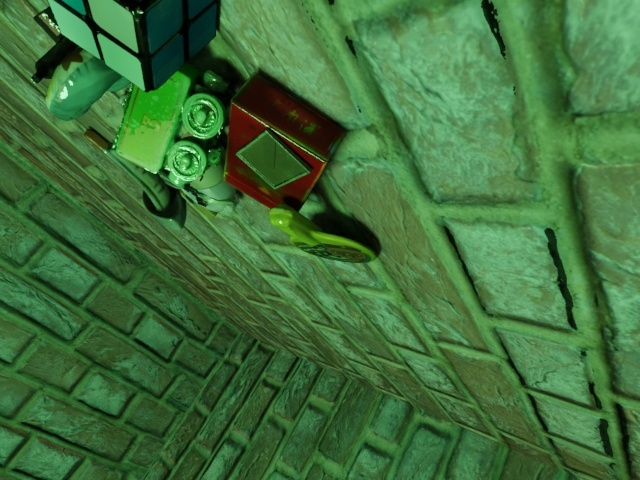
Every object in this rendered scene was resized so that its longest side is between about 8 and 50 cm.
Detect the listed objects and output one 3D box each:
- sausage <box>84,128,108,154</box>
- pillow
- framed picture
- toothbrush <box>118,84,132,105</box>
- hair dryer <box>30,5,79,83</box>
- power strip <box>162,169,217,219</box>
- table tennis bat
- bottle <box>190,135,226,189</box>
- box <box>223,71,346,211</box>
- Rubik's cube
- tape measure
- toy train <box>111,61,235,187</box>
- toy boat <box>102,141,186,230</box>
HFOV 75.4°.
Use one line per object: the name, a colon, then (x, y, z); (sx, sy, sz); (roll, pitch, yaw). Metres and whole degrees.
sausage: (-0.757, -0.333, 1.435); (0.131, 0.041, 0.039); (44, 176, -23)
pillow: (-0.437, -0.322, 0.822); (0.086, 0.233, 0.214); (45, 145, -18)
framed picture: (-0.093, -0.149, 0.786); (0.109, 0.011, 0.149); (40, 155, -22)
toothbrush: (-0.440, -0.337, 0.958); (0.037, 0.028, 0.375); (41, 169, -28)
hair dryer: (-0.524, -0.366, 0.866); (0.078, 0.248, 0.195); (-20, 133, 18)
power strip: (-0.440, -0.178, 1.344); (0.064, 0.044, 0.305); (7, 147, 46)
table tennis bat: (0.000, 0.000, 1.010); (0.224, 0.054, 0.369); (5, 164, 32)
bottle: (-0.307, -0.245, 0.950); (0.120, 0.120, 0.253); (14, 144, 36)
box: (-0.092, -0.171, 0.864); (0.198, 0.089, 0.313); (31, 156, -5)
Rubik's cube: (-0.268, -0.363, 0.600); (0.180, 0.183, 0.167); (37, 155, -3)
tape measure: (-0.337, -0.155, 1.181); (0.196, 0.105, 0.178); (17, 152, 34)
toy train: (-0.277, -0.232, 0.813); (0.188, 0.132, 0.243); (27, 116, -11)
toy boat: (-0.504, -0.178, 1.215); (0.276, 0.111, 0.293); (39, 160, 58)
